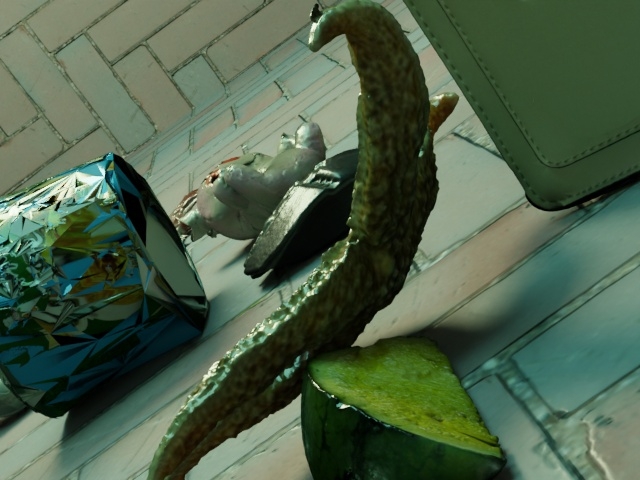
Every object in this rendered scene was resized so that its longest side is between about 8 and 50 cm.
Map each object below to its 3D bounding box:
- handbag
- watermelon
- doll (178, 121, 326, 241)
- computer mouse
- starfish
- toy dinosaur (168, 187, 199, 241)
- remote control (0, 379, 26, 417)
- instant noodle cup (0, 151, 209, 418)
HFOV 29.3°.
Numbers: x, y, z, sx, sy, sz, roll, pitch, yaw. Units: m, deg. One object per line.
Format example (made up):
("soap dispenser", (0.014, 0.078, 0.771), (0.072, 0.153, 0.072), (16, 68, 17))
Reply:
("handbag", (0.161, -0.231, 0.777), (0.237, 0.358, 0.160), (-26, 14, 38))
("watermelon", (0.032, 0.107, 0.647), (0.092, 0.075, 0.181), (7, 11, -9))
("doll", (-0.062, -0.056, 1.324), (0.149, 0.095, 0.192), (-36, 10, -30))
("computer mouse", (0.000, -0.035, 1.160), (0.192, 0.062, 0.106), (-34, 13, 3))
("starfish", (0.010, 0.003, 0.747), (0.375, 0.094, 0.327), (-48, -19, -52))
("toy dinosaur", (-0.189, -0.018, 1.653), (0.108, 0.032, 0.220), (-24, 27, 30))
("remote control", (-0.423, 0.127, 1.382), (0.247, 0.052, 0.104), (14, 64, 18))
("instant noodle cup", (-0.232, 0.033, 1.191), (0.178, 0.240, 0.240), (-29, 14, 4))
